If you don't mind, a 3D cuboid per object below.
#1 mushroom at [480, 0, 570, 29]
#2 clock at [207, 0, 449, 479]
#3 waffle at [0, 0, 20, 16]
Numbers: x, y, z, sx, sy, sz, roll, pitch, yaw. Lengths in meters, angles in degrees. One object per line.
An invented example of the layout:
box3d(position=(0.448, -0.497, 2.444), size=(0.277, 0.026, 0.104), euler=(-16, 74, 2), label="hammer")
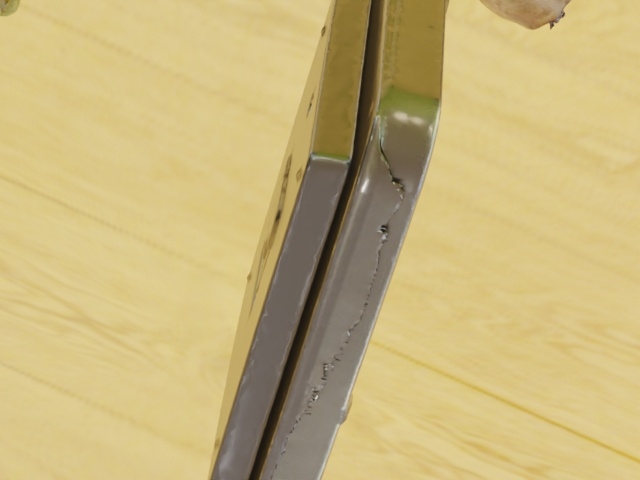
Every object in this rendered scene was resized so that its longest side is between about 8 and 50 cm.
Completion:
box3d(position=(0.191, -0.322, 1.542), size=(0.151, 0.156, 0.285), euler=(26, 104, -20), label="mushroom")
box3d(position=(-0.001, 0.000, 0.869), size=(0.049, 0.279, 0.273), euler=(15, 120, -4), label="clock")
box3d(position=(-0.280, -0.241, 1.599), size=(0.183, 0.169, 0.036), euler=(-46, 68, 12), label="waffle")
